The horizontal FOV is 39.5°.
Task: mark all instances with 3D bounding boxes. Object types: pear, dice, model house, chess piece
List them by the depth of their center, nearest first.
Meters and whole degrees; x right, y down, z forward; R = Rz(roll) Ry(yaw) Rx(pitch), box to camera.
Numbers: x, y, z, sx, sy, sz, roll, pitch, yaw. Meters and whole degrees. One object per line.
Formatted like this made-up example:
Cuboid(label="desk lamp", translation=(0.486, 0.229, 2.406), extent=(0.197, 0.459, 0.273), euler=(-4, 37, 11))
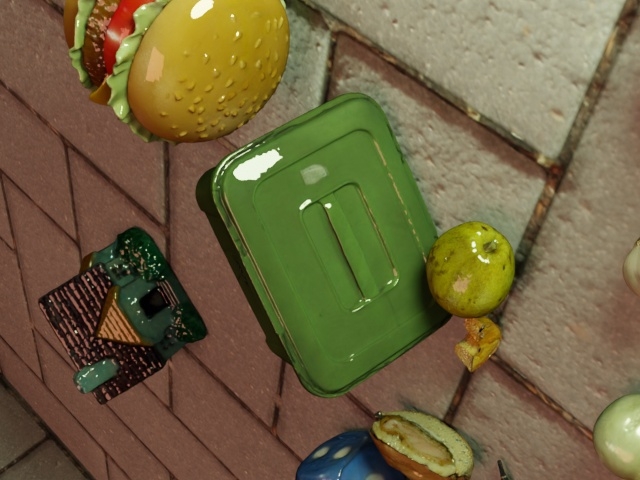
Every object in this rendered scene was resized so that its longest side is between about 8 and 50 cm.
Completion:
Cuboid(label="chess piece", translation=(0.403, 0.268, 0.960), extent=(0.243, 0.133, 0.133), euler=(45, 147, 25))
Cuboid(label="pear", translation=(0.177, 0.036, 1.056), extent=(0.107, 0.107, 0.131), euler=(45, 154, 15))
Cuboid(label="dice", translation=(0.051, 0.420, 1.525), extent=(0.146, 0.143, 0.147), euler=(-13, 108, 56))
Cuboid(label="model house", translation=(-0.427, 0.160, 1.815), extent=(0.230, 0.248, 0.281), euler=(-22, 101, 56))

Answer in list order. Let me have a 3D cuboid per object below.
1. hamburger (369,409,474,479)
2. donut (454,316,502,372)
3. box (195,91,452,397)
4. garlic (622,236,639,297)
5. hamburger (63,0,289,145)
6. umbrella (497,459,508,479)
Cuboid(label="hamburger", translation=(0.162, 0.326, 1.363), extent=(0.176, 0.087, 0.102), euler=(19, 144, 34))
Cuboid(label="donut", translation=(0.198, 0.126, 1.149), extent=(0.038, 0.067, 0.083), euler=(52, -174, 36))
Cuboid(label="box", translation=(0.000, 0.000, 1.140), extent=(0.177, 0.252, 0.329), euler=(12, 129, 64))
Cuboid(label="garlic", translation=(0.347, 0.024, 0.854), extent=(0.113, 0.074, 0.094), euler=(-43, 73, 42))
Cuboid(label="hamburger", translation=(-0.160, -0.242, 1.096), extent=(0.212, 0.274, 0.274), euler=(43, 146, 24))
Cuboid(label="umbrella", translation=(0.299, 0.440, 1.320), extent=(0.044, 0.044, 0.269), euler=(-10, 115, 22))
